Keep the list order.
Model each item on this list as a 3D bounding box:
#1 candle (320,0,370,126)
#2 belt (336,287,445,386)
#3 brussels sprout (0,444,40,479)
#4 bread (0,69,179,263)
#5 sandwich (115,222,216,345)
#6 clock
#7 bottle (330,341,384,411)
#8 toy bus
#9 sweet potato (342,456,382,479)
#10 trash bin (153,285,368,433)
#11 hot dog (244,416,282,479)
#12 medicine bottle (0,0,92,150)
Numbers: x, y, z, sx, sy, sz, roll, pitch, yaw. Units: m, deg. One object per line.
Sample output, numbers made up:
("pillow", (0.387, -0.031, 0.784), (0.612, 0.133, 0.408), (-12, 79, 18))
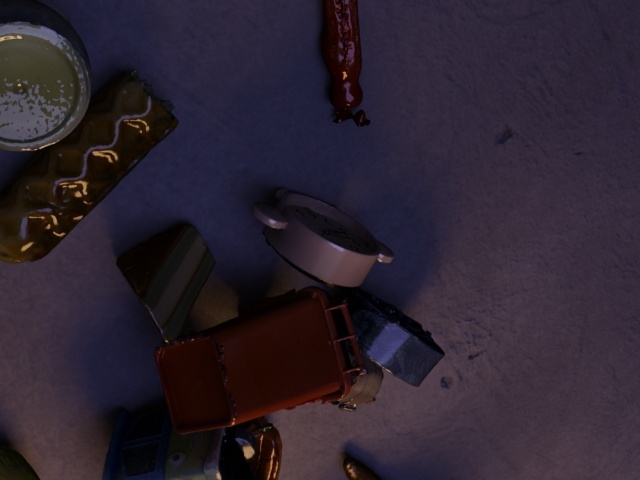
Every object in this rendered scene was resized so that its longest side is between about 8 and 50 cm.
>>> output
("candle", (0.022, -0.297, 1.113), (0.051, 0.048, 0.329), (-26, 125, -31))
("belt", (0.098, 0.138, 1.321), (0.190, 0.141, 0.082), (34, 95, -34))
("brussels sprout", (-0.433, 0.336, 1.157), (0.155, 0.117, 0.155), (-14, 131, -18))
("bread", (-0.282, -0.079, 1.032), (0.269, 0.098, 0.087), (-45, 116, 1))
("sandwich", (-0.175, 0.046, 1.106), (0.113, 0.163, 0.079), (-32, 113, -11))
("clock", (0.000, 0.000, 1.190), (0.229, 0.155, 0.063), (18, 110, -36))
("bottle", (0.037, 0.200, 1.353), (0.152, 0.099, 0.099), (33, 97, -40))
("toy bus", (-0.172, 0.381, 1.267), (0.190, 0.152, 0.312), (-9, 123, 7))
("sweet potato", (0.109, 0.456, 1.539), (0.075, 0.075, 0.269), (-32, 119, -10))
("trash bin", (-0.075, 0.157, 1.153), (0.239, 0.184, 0.161), (-12, 86, -55))
("hot dog", (-0.100, 0.353, 1.380), (0.072, 0.055, 0.188), (8, 116, -9))
("medicine bottle", (-0.318, -0.182, 0.930), (0.147, 0.143, 0.147), (-11, 123, -18))
